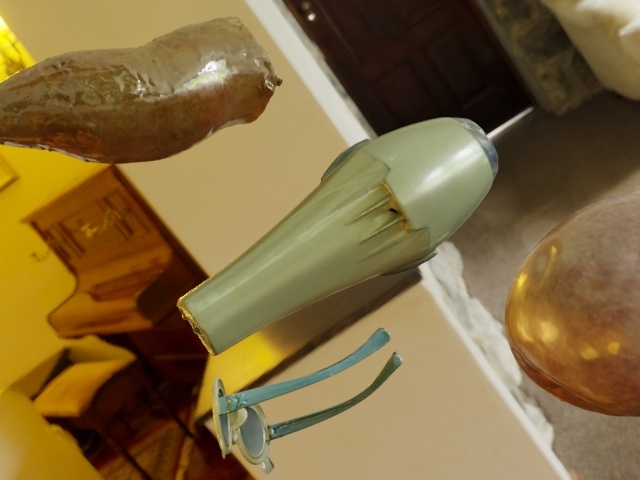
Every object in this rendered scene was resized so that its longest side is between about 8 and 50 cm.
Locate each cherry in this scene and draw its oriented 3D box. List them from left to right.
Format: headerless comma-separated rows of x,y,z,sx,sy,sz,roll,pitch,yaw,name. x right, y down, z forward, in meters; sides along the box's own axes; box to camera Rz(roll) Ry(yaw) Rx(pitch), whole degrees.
0.293,0.053,0.810,0.206,0.239,0.239,14,40,20,cherry

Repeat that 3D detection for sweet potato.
-0.208,-0.137,0.852,0.336,0.131,0.131,-23,7,-28,sweet potato

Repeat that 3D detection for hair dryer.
-0.015,0.011,0.753,0.296,0.119,0.298,-34,4,-36,hair dryer

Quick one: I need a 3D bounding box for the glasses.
-0.021,0.159,0.938,0.220,0.088,0.190,-36,-26,-1,glasses
